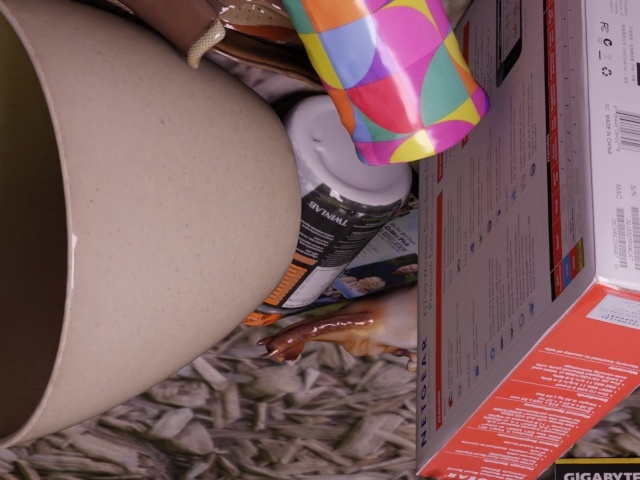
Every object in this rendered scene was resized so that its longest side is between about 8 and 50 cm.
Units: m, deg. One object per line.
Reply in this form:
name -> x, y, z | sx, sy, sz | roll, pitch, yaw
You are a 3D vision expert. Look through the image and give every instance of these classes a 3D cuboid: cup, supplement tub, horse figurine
cup -> -0.156, -0.025, 1.289 | 0.237, 0.331, 0.331 | -5, 157, -35
supplement tub -> -0.020, -0.019, 1.409 | 0.117, 0.117, 0.190 | 18, 137, -24
horse figurine -> 0.094, 0.081, 1.626 | 0.263, 0.066, 0.174 | -9, 160, 23

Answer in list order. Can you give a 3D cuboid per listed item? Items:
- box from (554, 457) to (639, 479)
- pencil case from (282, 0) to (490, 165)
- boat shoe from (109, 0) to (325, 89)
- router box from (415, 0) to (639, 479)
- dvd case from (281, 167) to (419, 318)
box -> 0.405, 0.351, 2.059 | 0.257, 0.079, 0.322 | -1, 149, 9
pencil case -> 0.025, -0.160, 1.126 | 0.104, 0.104, 0.236 | -15, 113, 27
boat shoe -> -0.081, -0.170, 1.204 | 0.257, 0.095, 0.095 | 14, 147, -18
router box -> 0.151, -0.044, 1.167 | 0.082, 0.335, 0.301 | 11, 150, -13
dvd case -> 0.000, 0.000, 1.556 | 0.253, 0.022, 0.180 | -17, 143, 30
